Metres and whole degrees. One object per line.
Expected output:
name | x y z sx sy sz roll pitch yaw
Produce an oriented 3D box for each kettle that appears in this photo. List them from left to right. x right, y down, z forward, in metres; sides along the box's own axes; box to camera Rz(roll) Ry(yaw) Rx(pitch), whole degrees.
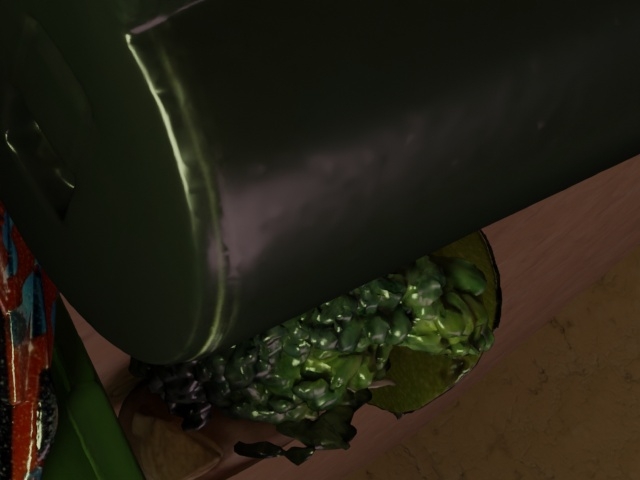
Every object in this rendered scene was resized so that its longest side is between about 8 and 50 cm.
kettle | 0.051 -0.098 0.564 0.308 0.203 0.262 -27 -166 -26

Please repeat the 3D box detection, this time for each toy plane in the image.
toy plane | -0.132 0.027 0.716 0.130 0.061 0.189 8 90 -75

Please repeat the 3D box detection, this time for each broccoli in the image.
broccoli | 0.015 0.004 0.987 0.275 0.198 0.177 -31 125 -57

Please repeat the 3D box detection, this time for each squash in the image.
squash | 0.071 0.060 1.564 0.192 0.184 0.085 -41 129 14

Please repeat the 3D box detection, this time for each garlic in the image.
garlic | -0.069 0.148 1.428 0.266 0.148 0.128 -26 136 -47

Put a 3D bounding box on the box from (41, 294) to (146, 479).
box | -0.182 0.182 0.798 0.178 0.328 0.253 -16 158 -37
